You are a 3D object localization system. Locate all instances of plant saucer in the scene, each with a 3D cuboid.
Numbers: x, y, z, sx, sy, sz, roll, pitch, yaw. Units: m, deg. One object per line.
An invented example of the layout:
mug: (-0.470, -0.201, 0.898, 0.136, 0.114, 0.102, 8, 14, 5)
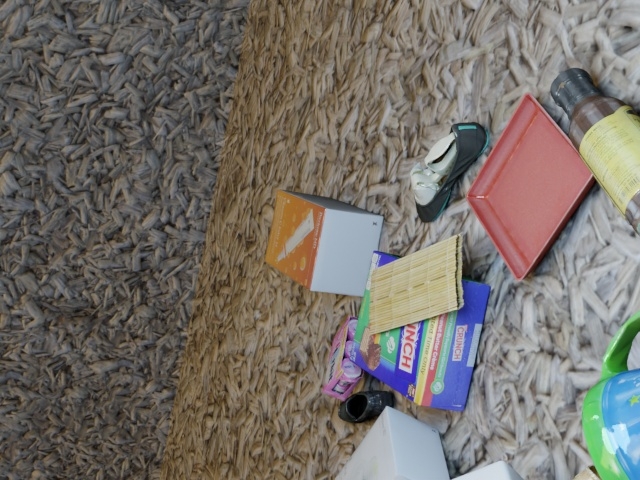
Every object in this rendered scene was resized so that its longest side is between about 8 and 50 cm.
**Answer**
plant saucer: (0.390, -0.098, 1.494, 0.258, 0.048, 0.259, -65, 31, 34)

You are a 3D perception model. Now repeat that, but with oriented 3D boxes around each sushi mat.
sushi mat: (0.185, 0.095, 1.630, 0.316, 0.019, 0.151, -28, 54, 59)

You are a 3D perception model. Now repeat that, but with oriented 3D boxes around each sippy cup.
sippy cup: (0.490, 0.230, 1.006, 0.305, 0.240, 0.224, 49, 127, 7)

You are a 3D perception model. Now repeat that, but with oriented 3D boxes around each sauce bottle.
sauce bottle: (0.463, -0.152, 1.273, 0.111, 0.112, 0.344, -62, 33, 38)

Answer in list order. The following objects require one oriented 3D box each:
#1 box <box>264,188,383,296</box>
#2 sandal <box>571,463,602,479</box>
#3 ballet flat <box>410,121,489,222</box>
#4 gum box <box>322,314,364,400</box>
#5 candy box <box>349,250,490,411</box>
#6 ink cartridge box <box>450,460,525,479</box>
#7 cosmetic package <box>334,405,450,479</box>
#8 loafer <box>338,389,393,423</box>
box: (0.000, 0.000, 2.159, 0.345, 0.168, 0.214, 25, 106, 64)
sandal: (0.438, 0.383, 1.252, 0.240, 0.088, 0.079, -39, 17, 47)
ballet flat: (0.252, -0.151, 1.745, 0.095, 0.096, 0.280, -107, 34, -41)
gum box: (0.065, 0.292, 1.987, 0.188, 0.062, 0.107, -76, 13, -49)
candy box: (0.202, 0.182, 1.727, 0.317, 0.122, 0.268, 20, 99, 63)
ink cartridge box: (0.240, 0.587, 1.281, 0.279, 0.160, 0.384, -27, 40, 18)
cosmetic package: (0.141, 0.501, 1.634, 0.224, 0.138, 0.224, -57, 13, 19)
loafer: (0.093, 0.398, 1.954, 0.223, 0.078, 0.076, 146, 127, -59)
